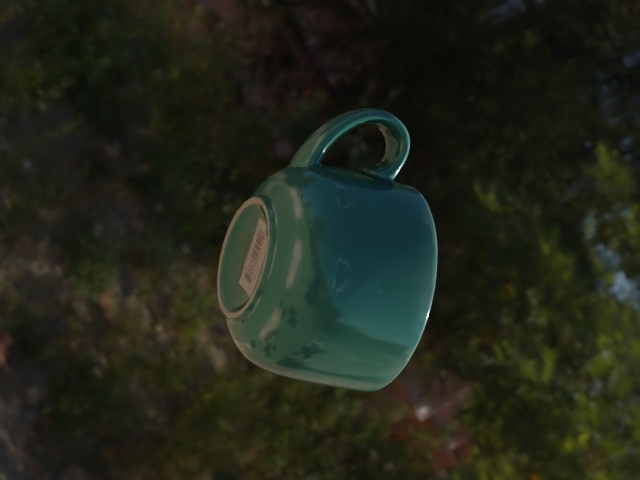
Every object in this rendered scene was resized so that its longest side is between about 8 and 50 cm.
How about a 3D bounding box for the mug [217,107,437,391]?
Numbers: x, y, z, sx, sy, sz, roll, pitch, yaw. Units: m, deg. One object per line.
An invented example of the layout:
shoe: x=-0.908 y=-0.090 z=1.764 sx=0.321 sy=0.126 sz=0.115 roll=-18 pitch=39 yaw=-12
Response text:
mug: x=-0.004 y=0.008 z=0.959 sx=0.129 sy=0.097 sz=0.157 roll=-46 pitch=-141 yaw=49
